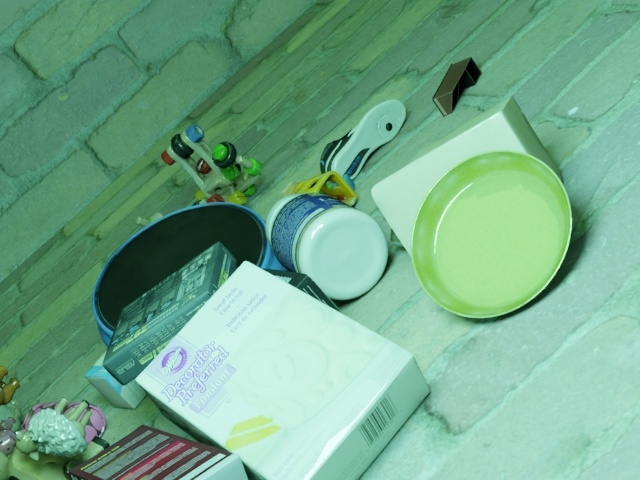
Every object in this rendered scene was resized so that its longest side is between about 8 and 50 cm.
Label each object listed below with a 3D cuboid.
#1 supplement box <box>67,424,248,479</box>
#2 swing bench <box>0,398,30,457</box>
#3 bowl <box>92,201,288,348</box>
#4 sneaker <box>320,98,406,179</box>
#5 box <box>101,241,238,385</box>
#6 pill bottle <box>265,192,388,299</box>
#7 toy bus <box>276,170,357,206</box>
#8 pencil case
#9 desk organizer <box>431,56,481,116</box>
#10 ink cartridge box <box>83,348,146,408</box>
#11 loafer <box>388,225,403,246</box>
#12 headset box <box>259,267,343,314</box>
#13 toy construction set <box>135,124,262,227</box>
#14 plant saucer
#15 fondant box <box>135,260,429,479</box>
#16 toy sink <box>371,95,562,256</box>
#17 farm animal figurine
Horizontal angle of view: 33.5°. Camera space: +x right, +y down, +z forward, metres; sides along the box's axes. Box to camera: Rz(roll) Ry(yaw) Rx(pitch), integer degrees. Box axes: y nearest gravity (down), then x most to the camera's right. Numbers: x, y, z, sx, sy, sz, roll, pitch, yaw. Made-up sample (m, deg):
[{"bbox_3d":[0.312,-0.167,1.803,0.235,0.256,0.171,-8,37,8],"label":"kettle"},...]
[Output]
[{"bbox_3d":[-0.210,0.318,1.379,0.130,0.073,0.239,-29,20,-35],"label":"supplement box"},{"bbox_3d":[-0.745,0.331,2.279,0.254,0.253,0.165,-10,36,53],"label":"swing bench"},{"bbox_3d":[-0.253,0.074,2.018,0.391,0.077,0.391,-15,40,13],"label":"bowl"},{"bbox_3d":[0.075,-0.214,2.218,0.217,0.079,0.121,-47,23,-15],"label":"sneaker"},{"bbox_3d":[-0.248,0.120,1.775,0.232,0.059,0.183,-35,20,16],"label":"box"},{"bbox_3d":[0.000,0.000,1.822,0.153,0.153,0.264,-43,22,-7],"label":"pill bottle"},{"bbox_3d":[-0.030,-0.068,2.073,0.202,0.104,0.191,-38,21,5],"label":"toy bus"},{"bbox_3d":[-0.502,0.360,2.050,0.209,0.095,0.098,-14,49,53],"label":"pencil case"},{"bbox_3d":[0.273,-0.308,2.119,0.050,0.047,0.130,-17,31,41],"label":"desk organizer"},{"bbox_3d":[-0.361,0.239,2.040,0.090,0.092,0.143,-7,38,53],"label":"ink cartridge box"},{"bbox_3d":[0.203,-0.089,1.746,0.251,0.087,0.094,-41,21,-1],"label":"loafer"},{"bbox_3d":[-0.126,0.191,1.689,0.283,0.131,0.246,-48,22,-18],"label":"headset box"},{"bbox_3d":[-0.247,-0.082,2.417,0.257,0.237,0.309,41,100,39],"label":"toy construction set"},{"bbox_3d":[0.237,-0.006,1.464,0.241,0.037,0.241,-14,65,31],"label":"plant saucer"},{"bbox_3d":[-0.056,0.195,1.432,0.330,0.096,0.238,26,66,39],"label":"fondant box"},{"bbox_3d":[0.220,-0.087,1.595,0.234,0.153,0.131,-31,7,24],"label":"toy sink"},{"bbox_3d":[-0.500,0.393,1.812,0.326,0.330,0.172,12,46,28],"label":"farm animal figurine"}]
